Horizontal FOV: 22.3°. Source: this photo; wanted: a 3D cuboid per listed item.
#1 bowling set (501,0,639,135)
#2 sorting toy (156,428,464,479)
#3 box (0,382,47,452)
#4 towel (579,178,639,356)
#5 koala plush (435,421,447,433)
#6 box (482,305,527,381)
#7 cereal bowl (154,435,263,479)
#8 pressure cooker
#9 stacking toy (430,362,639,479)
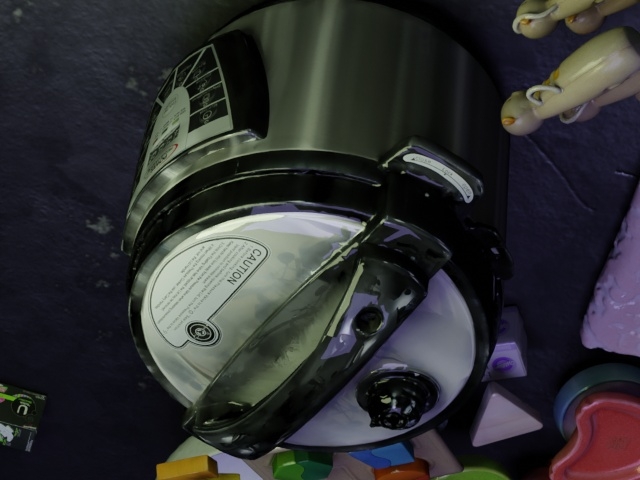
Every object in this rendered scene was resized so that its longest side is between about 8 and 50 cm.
[{"bbox_3d":[0.263,-0.216,1.546,0.154,0.200,0.287,-32,164,37],"label":"bowling set"},{"bbox_3d":[-0.011,0.259,1.805,0.307,0.041,0.229,-13,154,14],"label":"sorting toy"},{"bbox_3d":[-0.404,0.227,2.102,0.083,0.062,0.052,17,135,-8],"label":"box"},{"bbox_3d":[0.480,0.029,1.797,0.317,0.053,0.332,11,133,-2],"label":"towel"},{"bbox_3d":[0.050,0.123,1.845,0.196,0.221,0.203,-18,153,22],"label":"koala plush"},{"bbox_3d":[0.085,0.142,1.951,0.324,0.067,0.063,-9,132,17],"label":"box"},{"bbox_3d":[-0.050,0.339,2.036,0.339,0.141,0.339,1,124,1],"label":"cereal bowl"},{"bbox_3d":[0.006,0.002,1.585,0.375,0.420,0.370,-3,133,11],"label":"pressure cooker"},{"bbox_3d":[0.260,0.257,1.993,0.279,0.130,0.309,17,123,-18],"label":"stacking toy"}]
